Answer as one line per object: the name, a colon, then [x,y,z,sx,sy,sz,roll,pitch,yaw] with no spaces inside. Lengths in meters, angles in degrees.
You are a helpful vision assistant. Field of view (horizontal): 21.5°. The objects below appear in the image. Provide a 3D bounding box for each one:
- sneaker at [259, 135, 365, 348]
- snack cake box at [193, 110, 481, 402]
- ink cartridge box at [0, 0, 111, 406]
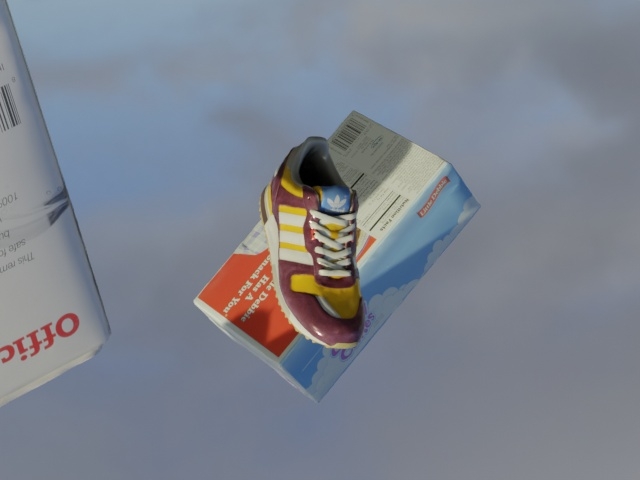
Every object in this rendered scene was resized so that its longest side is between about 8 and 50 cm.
sneaker: [0.000,0.000,1.383,0.069,0.084,0.185,1,-129,-30]
snack cake box: [0.017,0.013,1.702,0.264,0.089,0.152,-50,-131,-8]
ink cartridge box: [-0.286,-0.021,1.129,0.207,0.283,0.117,-28,-152,-28]
